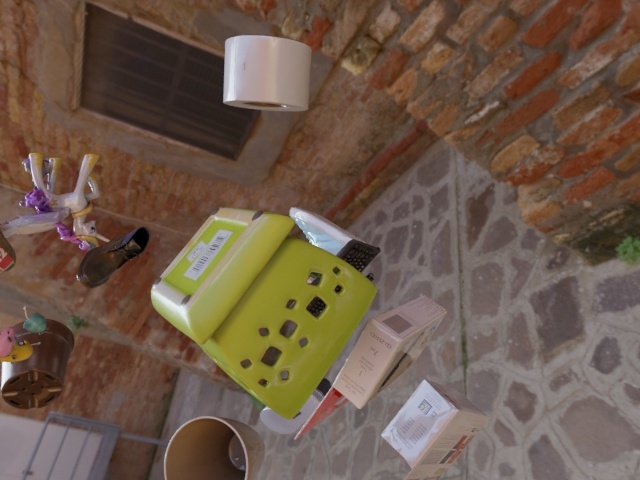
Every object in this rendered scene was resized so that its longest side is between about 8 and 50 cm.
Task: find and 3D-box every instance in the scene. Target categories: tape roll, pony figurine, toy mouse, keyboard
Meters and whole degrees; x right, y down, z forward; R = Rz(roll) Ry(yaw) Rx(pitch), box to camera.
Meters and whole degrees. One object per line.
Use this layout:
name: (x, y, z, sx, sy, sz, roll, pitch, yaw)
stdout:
tape roll: (-0.150, -0.467, 1.355, 0.246, 0.246, 0.169, -146, 59, -72)
pony figurine: (-0.959, -0.127, 1.727, 0.303, 0.351, 0.363, -3, 91, 59)
toy mouse: (-0.584, 0.189, 0.931, 0.143, 0.031, 0.161, -58, -8, 19)
keyboard: (0.055, 0.131, 1.337, 0.317, 0.202, 0.033, -49, 48, 23)

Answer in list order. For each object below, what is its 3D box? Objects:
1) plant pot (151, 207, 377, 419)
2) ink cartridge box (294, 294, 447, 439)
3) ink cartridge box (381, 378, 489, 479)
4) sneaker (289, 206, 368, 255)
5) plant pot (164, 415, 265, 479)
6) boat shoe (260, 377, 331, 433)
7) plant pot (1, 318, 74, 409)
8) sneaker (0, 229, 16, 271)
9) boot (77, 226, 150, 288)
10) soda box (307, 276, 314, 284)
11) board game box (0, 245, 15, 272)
plant pot: (-0.097, 0.080, 0.694, 0.228, 0.207, 0.227, -53, 31, -16)
ink cartridge box: (0.107, 0.238, 0.876, 0.296, 0.066, 0.261, -3, -55, -62)
ink cartridge box: (0.322, 0.567, 1.392, 0.271, 0.309, 0.130, -53, 50, 3)
sneaker: (0.000, 0.000, 1.721, 0.366, 0.135, 0.150, 33, 99, 36)
plant pot: (-0.277, 0.644, 1.422, 0.274, 0.257, 0.256, 40, -114, -69)
boat shoe: (-0.052, 0.357, 1.048, 0.228, 0.080, 0.076, -48, -3, 42)
plant pot: (-0.693, 0.306, 1.162, 0.166, 0.167, 0.165, -63, 35, 19)
sneaker: (-1.044, -0.032, 1.429, 0.099, 0.153, 0.282, -65, -21, -53)
boot: (-0.495, 0.030, 1.152, 0.106, 0.082, 0.219, -31, 20, 17)
soda box: (-0.015, 0.203, 1.666, 0.069, 0.074, 0.216, -48, -19, -11)
board game box: (-0.805, -0.001, 1.049, 0.124, 0.039, 0.259, -46, -34, -31)
